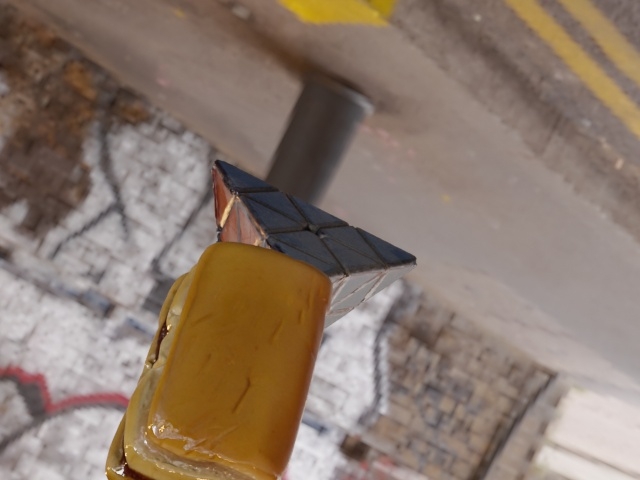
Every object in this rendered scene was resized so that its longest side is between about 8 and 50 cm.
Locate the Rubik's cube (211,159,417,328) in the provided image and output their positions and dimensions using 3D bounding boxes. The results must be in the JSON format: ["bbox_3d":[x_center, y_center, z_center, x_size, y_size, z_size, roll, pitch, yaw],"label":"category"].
[{"bbox_3d":[0.000,0.000,1.228,0.178,0.190,0.211,-7,157,-26],"label":"Rubik's cube"}]

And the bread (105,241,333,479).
[{"bbox_3d":[-0.065,0.093,0.935,0.116,0.200,0.077,19,141,-4],"label":"bread"}]
